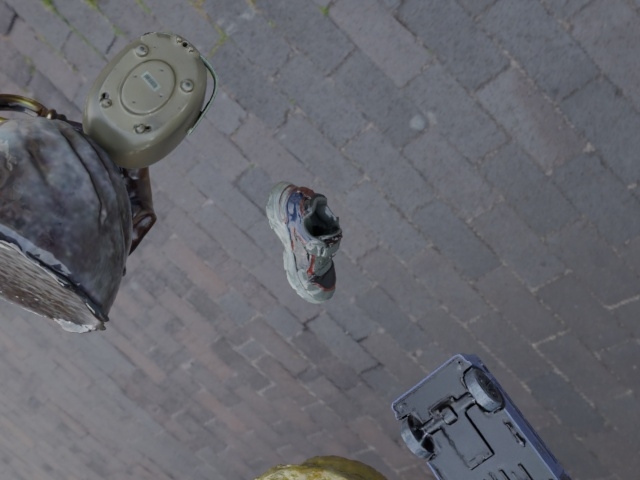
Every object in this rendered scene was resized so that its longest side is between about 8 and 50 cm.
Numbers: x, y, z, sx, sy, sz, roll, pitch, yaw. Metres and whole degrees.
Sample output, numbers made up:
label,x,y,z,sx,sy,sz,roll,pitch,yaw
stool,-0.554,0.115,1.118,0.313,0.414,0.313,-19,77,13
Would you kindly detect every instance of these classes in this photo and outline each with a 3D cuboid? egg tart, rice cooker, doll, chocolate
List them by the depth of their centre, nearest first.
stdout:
label,x,y,z,sx,sy,sz,roll,pitch,yaw
chocolate,-0.359,-0.040,0.922,0.303,0.212,0.303,20,155,10
rice cooker,-0.237,-0.197,0.996,0.145,0.206,0.127,38,168,-7
egg tart,0.030,0.467,1.225,0.342,0.129,0.341,13,133,14
doll,-0.449,-0.107,1.240,0.340,0.317,0.209,0,141,-7

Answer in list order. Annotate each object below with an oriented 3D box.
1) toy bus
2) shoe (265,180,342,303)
label,x,y,z,sx,sy,sz,roll,pitch,yaw
toy bus,0.223,0.281,0.855,0.125,0.133,0.292,-42,70,18
shoe,0.000,0.000,1.222,0.126,0.099,0.227,-7,115,35
